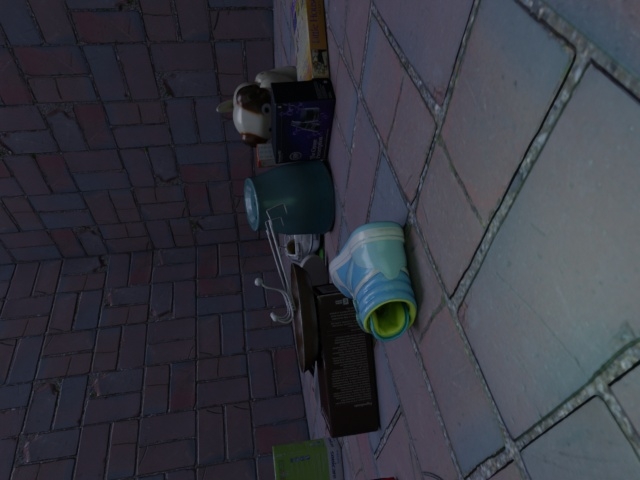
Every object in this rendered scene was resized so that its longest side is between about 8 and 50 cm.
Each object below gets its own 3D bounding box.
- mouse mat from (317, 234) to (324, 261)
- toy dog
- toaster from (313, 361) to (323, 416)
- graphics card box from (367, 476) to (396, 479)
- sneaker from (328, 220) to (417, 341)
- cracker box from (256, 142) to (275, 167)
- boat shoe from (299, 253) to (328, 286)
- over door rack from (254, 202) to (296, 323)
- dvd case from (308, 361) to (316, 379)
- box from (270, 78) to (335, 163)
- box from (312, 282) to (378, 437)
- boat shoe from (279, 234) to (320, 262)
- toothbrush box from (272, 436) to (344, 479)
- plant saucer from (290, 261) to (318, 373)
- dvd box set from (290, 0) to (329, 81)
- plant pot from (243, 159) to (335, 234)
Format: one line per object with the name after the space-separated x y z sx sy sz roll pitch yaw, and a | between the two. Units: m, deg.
0.000 0.000 1.820 0.152 0.007 0.189 -114 20 -63 | mouse mat
-0.228 -0.534 1.755 0.408 0.396 0.284 -94 12 -62 | toy dog
0.048 0.464 1.426 0.227 0.129 0.146 -111 20 -64 | toaster
0.175 0.679 0.877 0.371 0.094 0.232 171 94 -82 | graphics card box
0.098 0.116 0.904 0.319 0.127 0.208 102 161 -65 | sneaker
-0.119 -0.319 1.641 0.156 0.233 0.067 179 86 -81 | cracker box
-0.043 0.192 1.807 0.158 0.127 0.340 -131 35 -62 | boat shoe
-0.142 0.074 1.298 0.239 0.108 0.324 144 121 -80 | over door rack
-0.021 0.562 1.969 0.179 0.030 0.238 -108 -6 -55 | dvd case
-0.062 -0.373 1.410 0.261 0.185 0.103 98 164 -58 | box
0.060 0.317 1.233 0.191 0.143 0.381 -173 76 -82 | box
-0.102 0.029 1.906 0.367 0.157 0.135 119 152 -73 | boat shoe
-0.052 0.973 1.871 0.122 0.284 0.206 174 90 -82 | toothbrush box
-0.046 0.214 1.252 0.310 0.050 0.310 174 90 -82 | plant saucer
-0.042 -0.700 1.467 0.307 0.062 0.420 -173 78 -81 | dvd box set
-0.121 -0.139 1.530 0.272 0.255 0.271 171 90 -68 | plant pot
